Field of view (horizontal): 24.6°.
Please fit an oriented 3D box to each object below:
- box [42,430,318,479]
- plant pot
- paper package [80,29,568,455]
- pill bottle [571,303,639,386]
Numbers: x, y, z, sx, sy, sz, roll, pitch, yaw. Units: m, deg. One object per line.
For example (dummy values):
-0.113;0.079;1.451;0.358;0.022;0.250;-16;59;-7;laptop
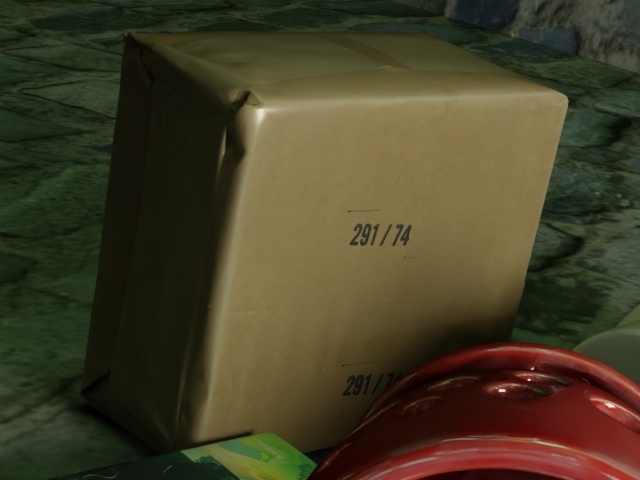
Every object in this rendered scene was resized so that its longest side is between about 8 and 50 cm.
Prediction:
-0.091;0.212;0.877;0.322;0.059;0.232;-5;24;-40;box
0.076;0.137;0.598;0.191;0.191;0.174;12;17;6;plant pot
0.000;0.000;1.144;0.324;0.310;0.168;-8;28;-40;paper package
0.340;0.122;1.129;0.204;0.204;0.361;25;23;38;pill bottle
